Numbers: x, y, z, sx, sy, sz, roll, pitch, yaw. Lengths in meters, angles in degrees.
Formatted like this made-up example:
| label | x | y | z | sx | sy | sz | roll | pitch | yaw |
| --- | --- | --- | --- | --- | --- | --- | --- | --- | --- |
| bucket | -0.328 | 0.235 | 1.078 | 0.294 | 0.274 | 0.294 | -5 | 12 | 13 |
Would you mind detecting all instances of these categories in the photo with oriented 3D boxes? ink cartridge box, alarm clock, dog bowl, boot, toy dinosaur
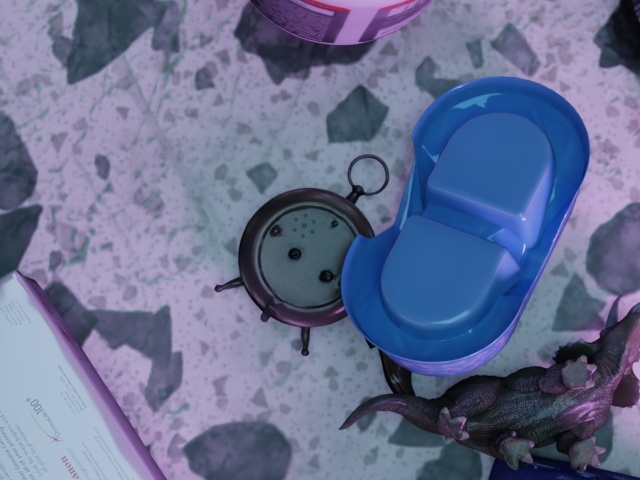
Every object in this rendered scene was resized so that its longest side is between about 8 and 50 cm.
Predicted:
| label | x | y | z | sx | sy | sz | roll | pitch | yaw |
| --- | --- | --- | --- | --- | --- | --- | --- | --- | --- |
| ink cartridge box | -0.292 | 0.229 | 1.719 | 0.272 | 0.130 | 0.309 | -33 | 85 | -3 |
| alarm clock | 0.000 | 0.000 | 1.793 | 0.129 | 0.064 | 0.192 | 36 | 83 | -2 |
| dog bowl | 0.136 | -0.008 | 1.748 | 0.166 | 0.074 | 0.297 | 21 | 69 | 20 |
| boot | 0.108 | 0.094 | 1.809 | 0.114 | 0.037 | 0.106 | -26 | 92 | -9 |
| toy dinosaur | 0.179 | 0.156 | 1.762 | 0.313 | 0.160 | 0.121 | -20 | 90 | 3 |

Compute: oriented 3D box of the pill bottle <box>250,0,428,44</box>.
| label | x | y | z | sx | sy | sz | roll | pitch | yaw |
| --- | --- | --- | --- | --- | --- | --- | --- | --- | --- |
| pill bottle | 0.021 | -0.279 | 1.649 | 0.210 | 0.363 | 0.210 | 0 | 89 | -4 |

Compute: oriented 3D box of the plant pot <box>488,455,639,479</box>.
| label | x | y | z | sx | sy | sz | roll | pitch | yaw |
| --- | --- | --- | --- | --- | --- | --- | --- | --- | --- |
| plant pot | 0.260 | 0.331 | 1.721 | 0.236 | 0.212 | 0.236 | 12 | 88 | -3 |

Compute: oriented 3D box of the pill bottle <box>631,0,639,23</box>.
| label | x | y | z | sx | sy | sz | roll | pitch | yaw |
| --- | --- | --- | --- | --- | --- | --- | --- | --- | --- |
| pill bottle | 0.326 | -0.302 | 1.786 | 0.130 | 0.130 | 0.246 | -21 | 90 | -4 |
